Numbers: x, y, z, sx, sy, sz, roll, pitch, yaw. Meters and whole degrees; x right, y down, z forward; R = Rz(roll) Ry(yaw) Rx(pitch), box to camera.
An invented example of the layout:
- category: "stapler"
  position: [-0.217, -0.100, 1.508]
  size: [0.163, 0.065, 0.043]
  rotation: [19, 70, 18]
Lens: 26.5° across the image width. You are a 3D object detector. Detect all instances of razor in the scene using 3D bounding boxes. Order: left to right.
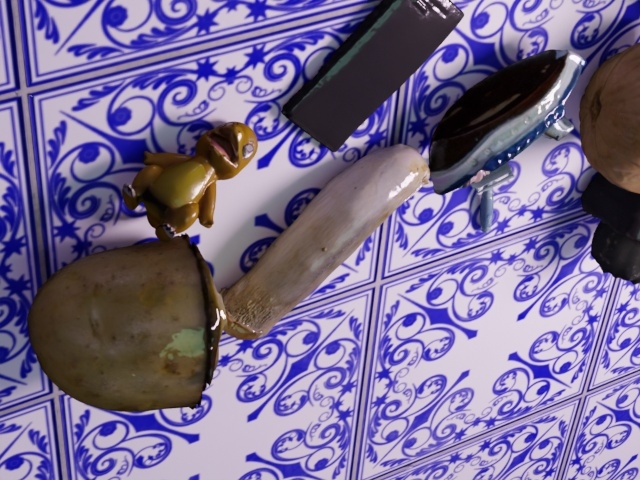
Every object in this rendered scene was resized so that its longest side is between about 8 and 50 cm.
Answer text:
- category: "razor"
  position: [0.245, -0.056, 1.991]
  size: [0.068, 0.040, 0.135]
  rotation: [-26, 144, -14]

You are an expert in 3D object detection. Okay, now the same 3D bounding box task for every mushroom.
- category: "mushroom"
  position: [0.000, 0.000, 1.819]
  size: [0.351, 0.095, 0.123]
  rotation: [-41, 161, 6]

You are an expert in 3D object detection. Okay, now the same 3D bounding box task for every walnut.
- category: "walnut"
  position: [0.477, -0.171, 1.908]
  size: [0.228, 0.228, 0.228]
  rotation: [-21, 138, -20]

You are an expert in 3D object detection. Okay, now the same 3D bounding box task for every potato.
- category: "potato"
  position: [-0.241, 0.107, 1.645]
  size: [0.242, 0.285, 0.242]
  rotation: [0, 90, -15]

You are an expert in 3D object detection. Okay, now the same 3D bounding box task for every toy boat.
- category: "toy boat"
  position: [0.254, -0.152, 1.831]
  size: [0.262, 0.114, 0.115]
  rotation: [-33, 129, 2]

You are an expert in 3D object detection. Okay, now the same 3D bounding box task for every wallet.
- category: "wallet"
  position: [0.069, -0.219, 1.701]
  size: [0.244, 0.025, 0.124]
  rotation: [-46, 141, 10]

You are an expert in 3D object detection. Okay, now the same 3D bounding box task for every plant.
- category: "plant"
  position: [0.500, -0.059, 2.102]
  size: [0.164, 0.142, 0.256]
  rotation: [1, 116, -38]

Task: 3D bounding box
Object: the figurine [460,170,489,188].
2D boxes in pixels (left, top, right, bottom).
- category: "figurine"
  position: [0.223, -0.112, 1.908]
  size: [0.106, 0.047, 0.060]
  rotation: [-27, 156, -19]

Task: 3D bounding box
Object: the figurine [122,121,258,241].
- category: "figurine"
  position: [-0.147, -0.073, 1.644]
  size: [0.176, 0.121, 0.122]
  rotation: [-42, 170, -10]
